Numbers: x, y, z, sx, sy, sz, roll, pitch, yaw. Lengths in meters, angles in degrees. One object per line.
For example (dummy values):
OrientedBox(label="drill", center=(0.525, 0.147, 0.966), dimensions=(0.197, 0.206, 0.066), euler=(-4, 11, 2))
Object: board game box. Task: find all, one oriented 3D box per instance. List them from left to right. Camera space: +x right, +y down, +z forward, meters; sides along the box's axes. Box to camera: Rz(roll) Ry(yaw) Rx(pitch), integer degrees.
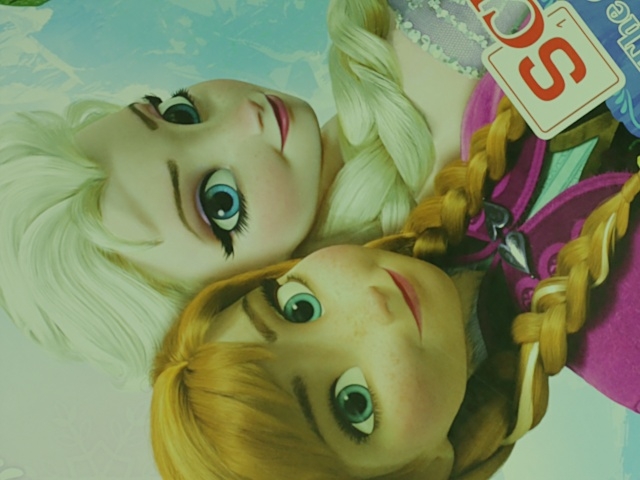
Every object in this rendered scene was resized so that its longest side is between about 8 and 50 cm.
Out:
OrientedBox(label="board game box", center=(0.000, 0.000, 0.494), dimensions=(0.318, 0.066, 0.319), euler=(-35, 85, -15))
